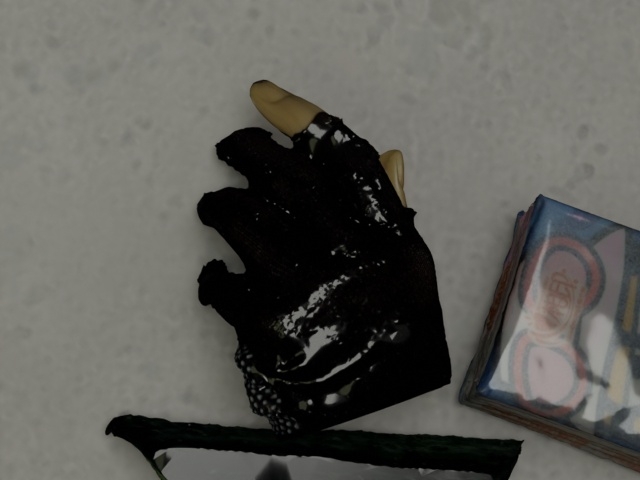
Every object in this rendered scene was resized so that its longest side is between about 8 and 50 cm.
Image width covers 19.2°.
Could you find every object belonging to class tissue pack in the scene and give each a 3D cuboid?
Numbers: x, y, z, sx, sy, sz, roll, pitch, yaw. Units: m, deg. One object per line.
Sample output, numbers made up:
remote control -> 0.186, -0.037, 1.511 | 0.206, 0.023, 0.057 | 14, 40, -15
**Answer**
tissue pack -> 0.164, 0.056, 0.996 | 0.155, 0.065, 0.115 | 20, 76, -2

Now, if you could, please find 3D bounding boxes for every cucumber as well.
cucumber -> -0.002, 0.131, 0.973 | 0.220, 0.046, 0.070 | 4, 86, -6

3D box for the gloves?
gloves -> -0.001, 0.000, 0.963 | 0.129, 0.106, 0.181 | -19, 87, -8
